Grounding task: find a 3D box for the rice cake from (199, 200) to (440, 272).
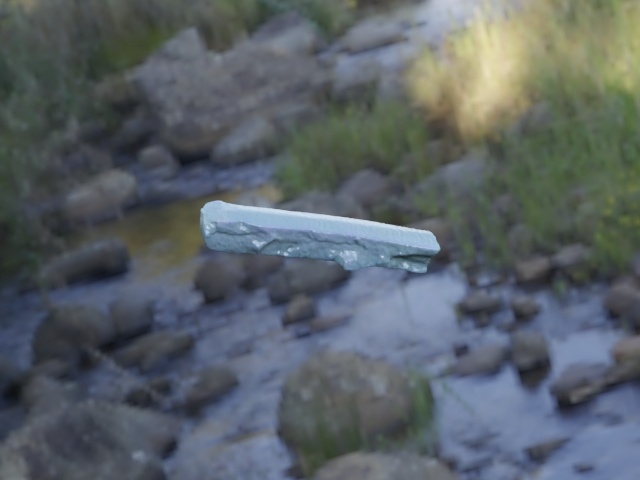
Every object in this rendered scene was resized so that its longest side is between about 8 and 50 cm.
[{"bbox_3d":[0.000,0.000,1.292,0.180,0.030,0.042,7,33,-16],"label":"rice cake"}]
